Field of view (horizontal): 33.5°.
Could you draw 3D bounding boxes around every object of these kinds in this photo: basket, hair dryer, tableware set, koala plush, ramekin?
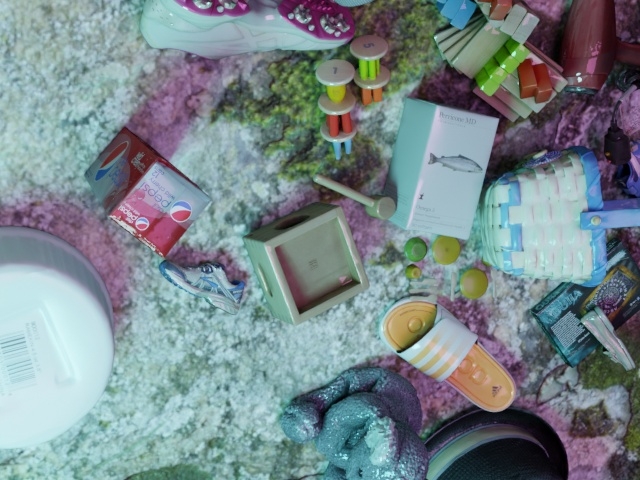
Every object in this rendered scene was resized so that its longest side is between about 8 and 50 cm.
[{"bbox_3d":[0.379,-0.036,1.522,0.289,0.255,0.201,-1,92,-3],"label":"basket"},{"bbox_3d":[0.446,-0.281,1.607,0.223,0.080,0.293,-42,119,-25],"label":"hair dryer"},{"bbox_3d":[0.199,0.040,1.617,0.154,0.024,0.104,-2,97,-17],"label":"tableware set"},{"bbox_3d":[0.087,0.299,1.536,0.203,0.221,0.196,-35,112,-8],"label":"koala plush"},{"bbox_3d":[-0.397,0.131,1.368,0.277,0.135,0.277,-5,105,-18],"label":"ramekin"}]

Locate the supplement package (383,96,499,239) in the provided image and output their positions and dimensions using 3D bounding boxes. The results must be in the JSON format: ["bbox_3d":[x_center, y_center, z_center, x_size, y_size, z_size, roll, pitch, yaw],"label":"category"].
[{"bbox_3d":[0.167,-0.104,1.521,0.105,0.105,0.179,9,101,-21],"label":"supplement package"}]

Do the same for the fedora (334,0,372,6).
[{"bbox_3d":[0.039,-0.394,1.346,0.244,0.275,0.124,-11,146,24],"label":"fedora"}]

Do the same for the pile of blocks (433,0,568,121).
[{"bbox_3d":[0.224,-0.306,1.457,0.149,0.112,0.362,-26,117,10],"label":"pile of blocks"}]

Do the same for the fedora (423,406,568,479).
[{"bbox_3d":[0.274,0.432,1.676,0.334,0.152,0.334,-5,105,-18],"label":"fedora"}]

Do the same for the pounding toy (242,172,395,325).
[{"bbox_3d":[0.002,-0.011,1.500,0.206,0.094,0.181,-26,107,-21],"label":"pounding toy"}]

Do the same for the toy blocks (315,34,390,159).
[{"bbox_3d":[0.048,-0.194,1.476,0.123,0.054,0.148,-40,146,-28],"label":"toy blocks"}]

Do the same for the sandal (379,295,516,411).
[{"bbox_3d":[0.211,0.178,1.618,0.265,0.076,0.102,36,88,-18],"label":"sandal"}]

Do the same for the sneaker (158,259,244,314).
[{"bbox_3d":[-0.163,0.052,1.482,0.135,0.052,0.058,30,83,-31],"label":"sneaker"}]

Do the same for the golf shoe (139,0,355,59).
[{"bbox_3d":[-0.096,-0.292,1.388,0.306,0.140,0.115,4,63,-38],"label":"golf shoe"}]

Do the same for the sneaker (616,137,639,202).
[{"bbox_3d":[0.497,-0.086,1.674,0.059,0.053,0.144,-22,102,-14],"label":"sneaker"}]

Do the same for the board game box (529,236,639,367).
[{"bbox_3d":[0.440,0.100,1.715,0.186,0.026,0.126,-39,113,-6],"label":"board game box"}]

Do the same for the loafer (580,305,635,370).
[{"bbox_3d":[0.459,0.161,1.705,0.039,0.045,0.125,-32,107,9],"label":"loafer"}]

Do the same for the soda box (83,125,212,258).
[{"bbox_3d":[-0.219,-0.065,1.308,0.083,0.263,0.092,40,88,-23],"label":"soda box"}]
